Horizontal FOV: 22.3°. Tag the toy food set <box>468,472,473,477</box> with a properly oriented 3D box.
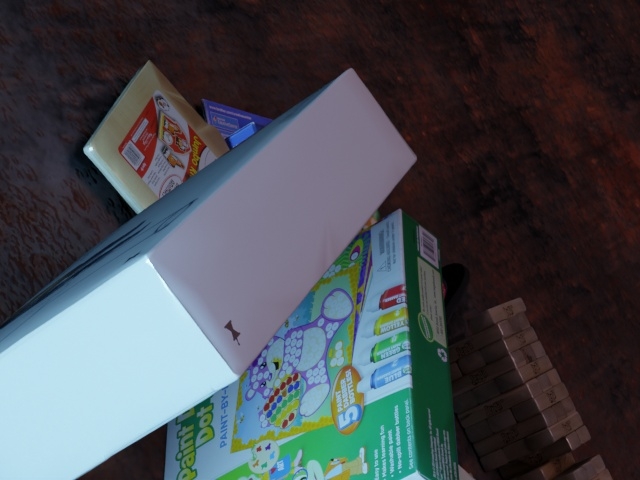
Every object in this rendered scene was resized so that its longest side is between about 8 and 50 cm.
[{"bbox_3d":[0.167,0.291,1.607,0.122,0.019,0.078,54,27,-27],"label":"toy food set"}]

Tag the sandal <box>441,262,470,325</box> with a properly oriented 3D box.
[{"bbox_3d":[0.112,0.068,1.685,0.040,0.067,0.179,42,33,-9],"label":"sandal"}]

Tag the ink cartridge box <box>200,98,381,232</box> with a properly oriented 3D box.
[{"bbox_3d":[0.000,0.000,1.571,0.186,0.065,0.311,10,53,-56],"label":"ink cartridge box"}]

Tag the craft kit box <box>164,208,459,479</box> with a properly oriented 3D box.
[{"bbox_3d":[-0.014,0.131,1.219,0.061,0.247,0.250,36,35,-32],"label":"craft kit box"}]

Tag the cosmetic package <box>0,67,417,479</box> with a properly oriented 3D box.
[{"bbox_3d":[-0.114,0.040,1.101,0.097,0.284,0.377,55,27,-8],"label":"cosmetic package"}]

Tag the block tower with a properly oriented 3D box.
[{"bbox_3d":[0.231,0.232,1.690,0.091,0.097,0.335,-14,77,-61],"label":"block tower"}]

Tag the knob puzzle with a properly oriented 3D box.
[{"bbox_3d":[-0.123,-0.046,1.441,0.213,0.030,0.213,40,33,-32],"label":"knob puzzle"}]

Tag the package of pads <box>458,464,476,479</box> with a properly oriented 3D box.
[{"bbox_3d":[0.022,0.317,1.116,0.101,0.229,0.296,42,29,-12],"label":"package of pads"}]
